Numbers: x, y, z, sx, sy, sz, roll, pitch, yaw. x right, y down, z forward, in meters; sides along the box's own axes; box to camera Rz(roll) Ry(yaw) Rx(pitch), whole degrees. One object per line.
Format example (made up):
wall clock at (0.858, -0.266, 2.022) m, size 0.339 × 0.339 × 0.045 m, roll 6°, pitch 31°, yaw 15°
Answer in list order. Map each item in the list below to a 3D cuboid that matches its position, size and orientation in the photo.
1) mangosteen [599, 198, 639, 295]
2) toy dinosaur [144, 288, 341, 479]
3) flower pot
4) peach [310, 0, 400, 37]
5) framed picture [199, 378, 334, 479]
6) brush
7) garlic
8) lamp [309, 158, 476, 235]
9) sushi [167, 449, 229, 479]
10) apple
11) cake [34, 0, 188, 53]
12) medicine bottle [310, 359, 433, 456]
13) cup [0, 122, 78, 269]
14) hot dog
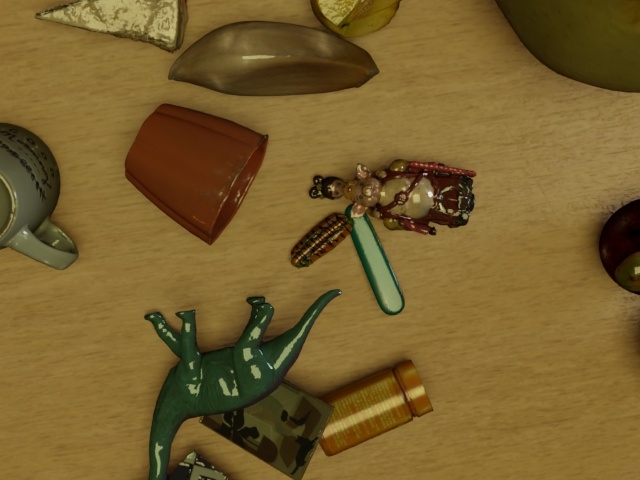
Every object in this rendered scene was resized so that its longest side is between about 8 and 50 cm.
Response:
mangosteen at (0.536, 0.022, 1.823) m, size 0.200 × 0.200 × 0.200 m, roll -1°, pitch 100°, yaw -5°
toy dinosaur at (-0.136, 0.262, 1.829) m, size 0.383 × 0.129 × 0.331 m, roll -7°, pitch 93°, yaw 6°
flower pot at (-0.196, -0.113, 1.752) m, size 0.173 × 0.190 × 0.190 m, roll 27°, pitch 97°, yaw 1°
peach at (0.043, -0.385, 1.748) m, size 0.151 × 0.118 × 0.151 m, roll -19°, pitch 137°, yaw -19°
framed picture at (-0.089, 0.283, 1.864) m, size 0.201 × 0.010 × 0.136 m, roll 27°, pitch 98°, yaw 20°
brush at (0.087, 0.031, 1.875) m, size 0.043 × 0.032 × 0.193 m, roll -23°, pitch 90°, yaw 5°
garlic at (-0.067, -0.274, 1.750) m, size 0.318 × 0.143 × 0.112 m, roll 6°, pitch 69°, yaw -10°
lamp at (0.114, -0.075, 1.814) m, size 0.253 × 0.118 × 0.118 m, roll 8°, pitch 100°, yaw -8°
sushi at (-0.196, 0.530, 1.923) m, size 0.292 × 0.059 × 0.294 m, roll 43°, pitch 96°, yaw -6°
apple at (0.461, -0.428, 1.628) m, size 0.474 × 0.473 × 0.473 m, roll -1°, pitch 100°, yaw -5°
cake at (-0.308, -0.363, 1.736) m, size 0.220 × 0.086 × 0.116 m, roll 14°, pitch 100°, yaw -7°
medicine bottle at (0.080, 0.274, 1.882) m, size 0.192 × 0.096 × 0.096 m, roll -24°, pitch 101°, yaw -1°
cup at (-0.467, -0.046, 1.710) m, size 0.258 × 0.234 × 0.186 m, roll 43°, pitch 95°, yaw -13°
hot dog at (0.000, 0.000, 1.851) m, size 0.122 × 0.037 × 0.049 m, roll -42°, pitch 77°, yaw 3°
